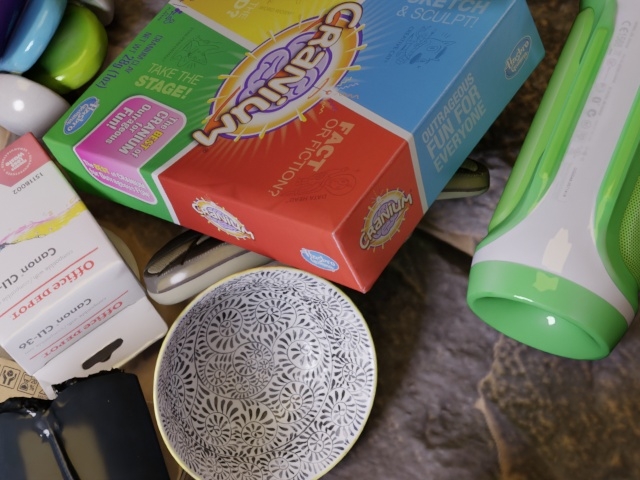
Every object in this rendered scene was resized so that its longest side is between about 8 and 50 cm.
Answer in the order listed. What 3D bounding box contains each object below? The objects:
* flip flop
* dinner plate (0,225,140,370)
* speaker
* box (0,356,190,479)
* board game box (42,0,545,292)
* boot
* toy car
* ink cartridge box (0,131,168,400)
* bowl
[{"bbox_3d":[0.000,0.000,1.053,0.277,0.112,0.080,-22,104,3],"label":"flip flop"},{"bbox_3d":[-0.217,0.046,1.123,0.141,0.017,0.141,-4,68,11],"label":"dinner plate"},{"bbox_3d":[0.212,-0.067,1.008,0.131,0.131,0.297,19,73,20],"label":"speaker"},{"bbox_3d":[-0.205,0.188,1.055,0.201,0.021,0.164,14,74,17],"label":"box"},{"bbox_3d":[-0.026,-0.108,1.041,0.316,0.064,0.242,18,60,39],"label":"board game box"},{"bbox_3d":[-0.206,0.225,0.976,0.246,0.094,0.207,-28,70,-5],"label":"boot"},{"bbox_3d":[-0.274,-0.186,1.168,0.182,0.136,0.159,14,71,19],"label":"toy car"},{"bbox_3d":[-0.220,0.022,1.082,0.115,0.067,0.198,-36,61,-7],"label":"ink cartridge box"},{"bbox_3d":[-0.050,0.096,1.011,0.170,0.170,0.080,-46,22,-8],"label":"bowl"}]
